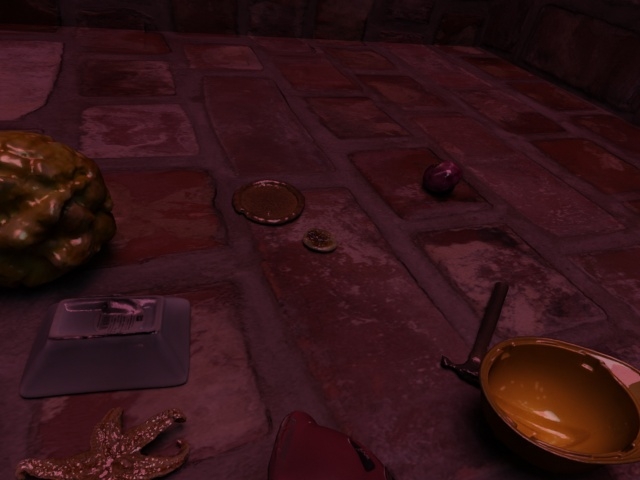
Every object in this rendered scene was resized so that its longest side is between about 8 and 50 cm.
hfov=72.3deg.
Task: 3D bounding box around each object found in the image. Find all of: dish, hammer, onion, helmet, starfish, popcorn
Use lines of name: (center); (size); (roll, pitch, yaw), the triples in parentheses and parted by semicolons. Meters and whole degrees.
dish: (-0.340, 0.147, 0.714); (0.243, 0.080, 0.182); (0, 39, -15)
hammer: (0.337, 0.174, 0.878); (0.125, 0.027, 0.297); (24, 39, 18)
onion: (0.360, -0.184, 1.289); (0.104, 0.115, 0.115); (49, 30, -24)
helmet: (0.032, 0.322, 0.466); (0.154, 0.198, 0.253); (-5, 46, 20)
helmet: (0.359, 0.268, 0.669); (0.257, 0.140, 0.205); (8, 39, 7)
starfish: (-0.282, 0.283, 0.577); (0.210, 0.053, 0.150); (-2, 35, -13)
popcorn: (-0.520, -0.062, 0.780); (0.247, 0.282, 0.282); (-1, 38, 2)

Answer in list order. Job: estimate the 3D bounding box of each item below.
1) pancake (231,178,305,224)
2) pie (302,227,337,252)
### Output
pancake: (-0.133, -0.103, 1.126); (0.199, 0.021, 0.199); (5, 38, -4)
pie: (0.000, 0.000, 1.027); (0.085, 0.017, 0.085); (6, 39, -5)
